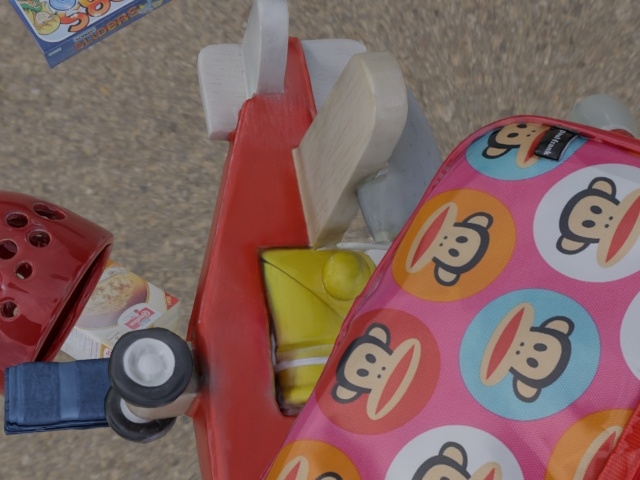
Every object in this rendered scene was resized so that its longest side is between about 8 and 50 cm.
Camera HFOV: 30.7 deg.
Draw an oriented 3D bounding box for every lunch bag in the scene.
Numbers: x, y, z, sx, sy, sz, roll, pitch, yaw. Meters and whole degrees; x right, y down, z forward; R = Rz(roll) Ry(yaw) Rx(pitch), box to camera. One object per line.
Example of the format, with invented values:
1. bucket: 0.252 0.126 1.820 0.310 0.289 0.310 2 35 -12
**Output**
1. lunch bag: 0.125 0.100 0.536 0.258 0.120 0.293 22 75 36

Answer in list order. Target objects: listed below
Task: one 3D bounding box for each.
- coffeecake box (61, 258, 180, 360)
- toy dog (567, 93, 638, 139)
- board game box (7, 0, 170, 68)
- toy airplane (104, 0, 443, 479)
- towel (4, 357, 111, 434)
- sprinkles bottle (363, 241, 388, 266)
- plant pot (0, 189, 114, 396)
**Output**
1. coffeecake box: -0.320 0.103 1.681 0.185 0.142 0.068 28 131 20
2. toy dog: 0.259 -0.024 1.146 0.220 0.333 0.161 49 116 8
3. board game box: -0.231 -0.286 1.223 0.201 0.035 0.136 -32 73 -10
4. toy airplane: 0.000 0.000 0.946 0.272 0.386 0.384 14 111 -6
5. towel: -0.209 0.132 0.993 0.119 0.029 0.067 -3 48 -10
6. sprinkles bottle: 0.178 0.139 1.224 0.121 0.121 0.355 -43 107 6
7. plant pot: -0.320 0.036 1.138 0.174 0.191 0.191 30 94 -5
